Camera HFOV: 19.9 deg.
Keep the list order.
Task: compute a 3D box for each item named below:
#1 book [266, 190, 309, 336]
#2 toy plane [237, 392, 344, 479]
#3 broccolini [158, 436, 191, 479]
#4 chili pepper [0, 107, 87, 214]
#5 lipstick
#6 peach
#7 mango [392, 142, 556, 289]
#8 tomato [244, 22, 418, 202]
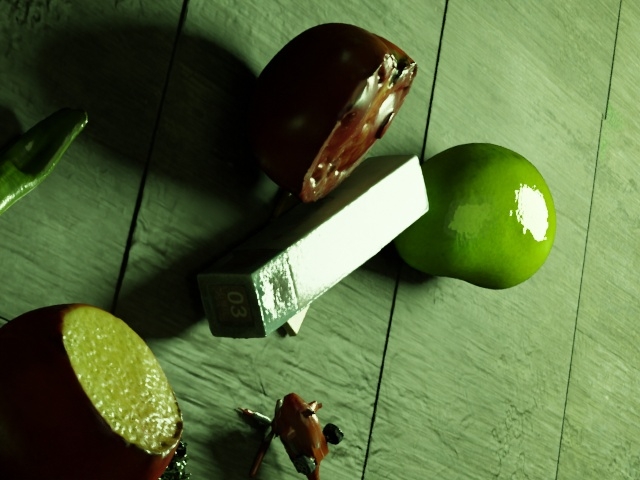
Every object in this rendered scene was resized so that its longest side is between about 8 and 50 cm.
[{"bbox_3d":[-0.026,0.008,2.101,0.118,0.012,0.172,57,45,-38],"label":"book"},{"bbox_3d":[-0.020,0.254,2.057,0.126,0.077,0.194,-22,117,-45],"label":"toy plane"},{"bbox_3d":[-0.228,0.268,1.776,0.271,0.062,0.123,-22,102,-47],"label":"broccolini"},{"bbox_3d":[-0.286,-0.060,1.686,0.201,0.052,0.050,-51,159,-45],"label":"chili pepper"},{"bbox_3d":[0.000,0.000,2.059,0.371,0.076,0.079,-37,119,-51],"label":"lipstick"},{"bbox_3d":[-0.218,0.150,1.660,0.190,0.192,0.190,-9,100,-63],"label":"peach"},{"bbox_3d":[0.200,-0.035,2.317,0.273,0.149,0.185,15,78,-50],"label":"mango"},{"bbox_3d":[-0.004,-0.153,2.008,0.200,0.140,0.233,-55,167,6],"label":"tomato"}]
